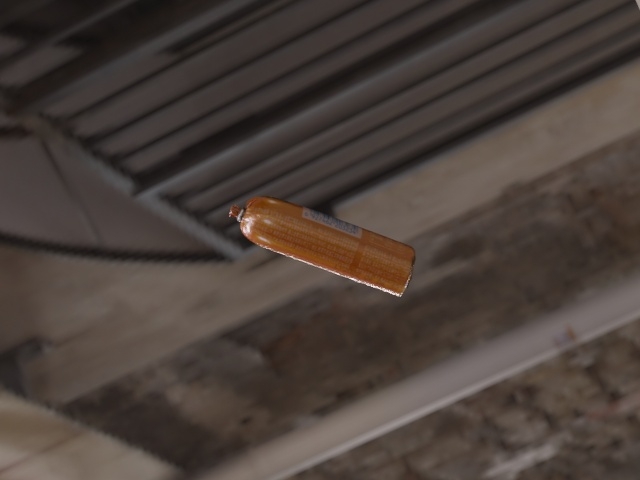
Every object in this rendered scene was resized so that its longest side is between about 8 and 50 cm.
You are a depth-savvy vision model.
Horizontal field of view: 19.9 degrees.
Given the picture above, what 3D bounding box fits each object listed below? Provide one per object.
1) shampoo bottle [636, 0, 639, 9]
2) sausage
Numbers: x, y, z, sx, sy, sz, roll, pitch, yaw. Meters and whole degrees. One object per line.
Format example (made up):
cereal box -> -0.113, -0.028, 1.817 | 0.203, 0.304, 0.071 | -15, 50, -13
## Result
shampoo bottle -> 0.296, -0.242, 1.465 | 0.078, 0.127, 0.257 | -64, -30, -30
sausage -> 0.000, 0.000, 1.022 | 0.107, 0.031, 0.031 | 20, -156, -7
